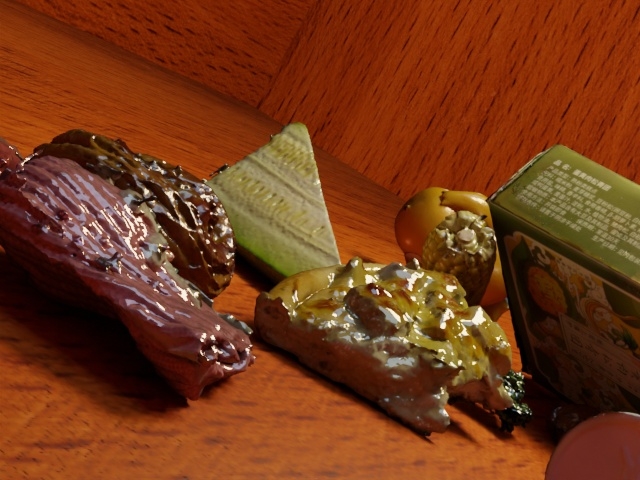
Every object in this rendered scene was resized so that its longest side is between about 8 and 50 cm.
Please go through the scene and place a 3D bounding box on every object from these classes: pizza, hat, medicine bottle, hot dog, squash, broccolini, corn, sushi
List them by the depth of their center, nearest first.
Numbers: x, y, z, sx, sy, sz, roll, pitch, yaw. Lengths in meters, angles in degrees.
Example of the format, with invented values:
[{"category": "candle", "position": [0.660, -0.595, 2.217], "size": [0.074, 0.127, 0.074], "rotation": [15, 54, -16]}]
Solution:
[{"category": "hat", "position": [-0.164, 0.002, 0.954], "size": [0.286, 0.107, 0.237], "rotation": [35, -2, 6]}, {"category": "medicine bottle", "position": [0.303, 0.226, 1.072], "size": [0.254, 0.152, 0.152], "rotation": [21, 11, -45]}, {"category": "hot dog", "position": [-0.171, -0.030, 1.197], "size": [0.227, 0.099, 0.160], "rotation": [35, 9, 16]}, {"category": "pizza", "position": [0.084, 0.085, 1.264], "size": [0.223, 0.089, 0.323], "rotation": [38, 23, 28]}, {"category": "broccolini", "position": [0.128, 0.151, 1.342], "size": [0.271, 0.062, 0.123], "rotation": [12, 13, -45]}, {"category": "squash", "position": [0.000, 0.000, 1.498], "size": [0.289, 0.203, 0.111], "rotation": [31, -36, 36]}, {"category": "sushi", "position": [0.305, 0.221, 1.504], "size": [0.118, 0.061, 0.060], "rotation": [-3, 36, -38]}, {"category": "corn", "position": [0.168, 0.050, 1.647], "size": [0.260, 0.091, 0.091], "rotation": [91, -15, -64]}]

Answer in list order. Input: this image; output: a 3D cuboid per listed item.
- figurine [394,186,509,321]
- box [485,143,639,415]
[{"category": "figurine", "position": [0.230, 0.019, 2.049], "size": [0.228, 0.215, 0.215], "rotation": [6, 22, -44]}, {"category": "box", "position": [0.413, 0.122, 1.585], "size": [0.420, 0.138, 0.373], "rotation": [34, -25, 39]}]
